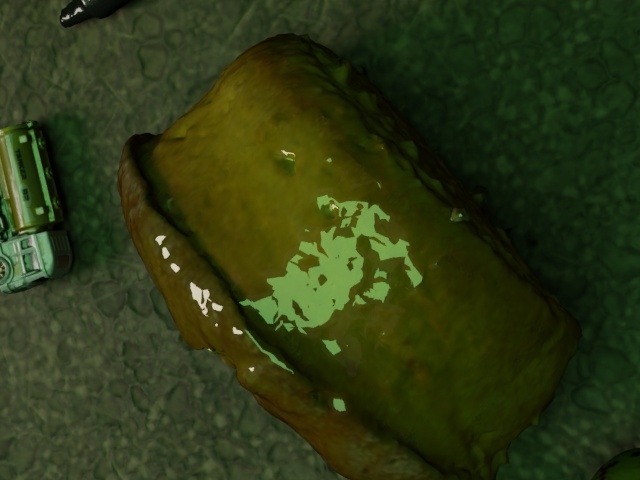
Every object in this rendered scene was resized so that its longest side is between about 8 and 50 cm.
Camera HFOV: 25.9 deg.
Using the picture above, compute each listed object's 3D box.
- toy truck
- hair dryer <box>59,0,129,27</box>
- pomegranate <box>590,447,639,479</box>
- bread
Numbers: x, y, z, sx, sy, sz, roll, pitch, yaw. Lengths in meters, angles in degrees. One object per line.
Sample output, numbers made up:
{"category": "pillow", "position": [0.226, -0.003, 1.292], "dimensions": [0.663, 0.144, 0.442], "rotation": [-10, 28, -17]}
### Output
{"category": "toy truck", "position": [-0.226, -0.025, 1.049], "dimensions": [0.063, 0.052, 0.123], "rotation": [-15, 88, 12]}
{"category": "hair dryer", "position": [-0.104, -0.221, 0.974], "dimensions": [0.248, 0.114, 0.070], "rotation": [-26, 77, 25]}
{"category": "pomegranate", "position": [0.202, 0.195, 0.906], "dimensions": [0.142, 0.114, 0.114], "rotation": [-17, 89, 43]}
{"category": "bread", "position": [0.000, 0.000, 0.860], "dimensions": [0.194, 0.179, 0.340], "rotation": [-42, 62, 7]}
